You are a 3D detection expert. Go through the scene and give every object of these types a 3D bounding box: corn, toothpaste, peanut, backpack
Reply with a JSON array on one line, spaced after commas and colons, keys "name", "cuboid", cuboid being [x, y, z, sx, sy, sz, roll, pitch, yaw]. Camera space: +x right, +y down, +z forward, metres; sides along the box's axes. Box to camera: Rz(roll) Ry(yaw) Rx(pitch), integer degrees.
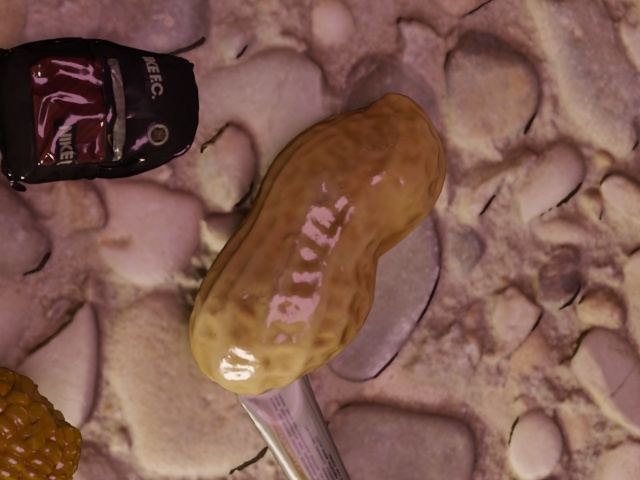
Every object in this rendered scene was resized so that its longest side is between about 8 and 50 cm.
[{"name": "corn", "cuboid": [-0.328, 0.262, 1.121, 0.131, 0.131, 0.344, 41, 84, -24]}, {"name": "toothpaste", "cuboid": [0.000, 0.221, 1.305, 0.067, 0.037, 0.255, -29, 106, -11]}, {"name": "peanut", "cuboid": [0.000, 0.000, 1.223, 0.147, 0.147, 0.305, 34, 80, -24]}, {"name": "backpack", "cuboid": [-0.179, -0.107, 1.135, 0.165, 0.106, 0.120, -10, 98, -19]}]
